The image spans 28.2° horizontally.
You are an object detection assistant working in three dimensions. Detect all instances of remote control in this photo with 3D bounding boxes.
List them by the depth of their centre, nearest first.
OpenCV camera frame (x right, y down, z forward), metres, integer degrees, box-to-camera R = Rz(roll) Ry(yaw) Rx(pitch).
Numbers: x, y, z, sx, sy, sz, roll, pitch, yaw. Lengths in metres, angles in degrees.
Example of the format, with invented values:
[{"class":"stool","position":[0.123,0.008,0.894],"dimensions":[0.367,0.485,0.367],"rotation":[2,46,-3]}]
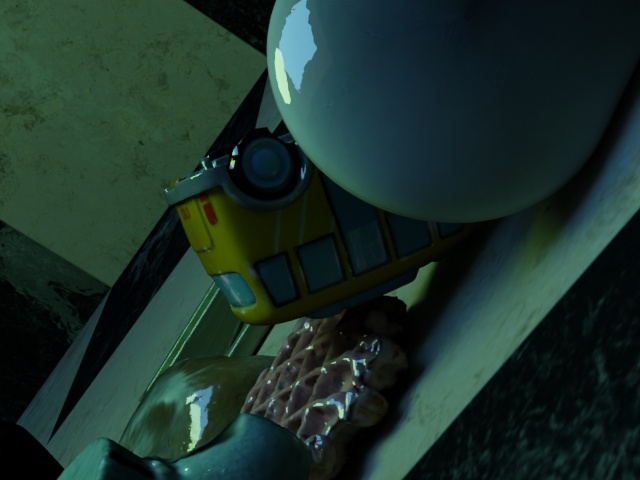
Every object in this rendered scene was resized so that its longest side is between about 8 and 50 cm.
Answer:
[{"class":"remote control","position":[0.103,-0.161,0.812],"dimensions":[0.332,0.221,0.103],"rotation":[-61,-4,-18]}]

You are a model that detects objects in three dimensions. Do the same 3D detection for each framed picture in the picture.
[{"class":"framed picture","position":[-0.063,0.026,1.438],"dimensions":[0.446,0.028,0.326],"rotation":[-58,12,-4]}]

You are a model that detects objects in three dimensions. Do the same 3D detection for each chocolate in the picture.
[{"class":"chocolate","position":[-0.122,0.163,1.139],"dimensions":[0.156,0.080,0.254],"rotation":[-63,19,-18]}]

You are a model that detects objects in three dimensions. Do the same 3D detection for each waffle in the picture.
[{"class":"waffle","position":[-0.016,0.126,0.925],"dimensions":[0.221,0.055,0.234],"rotation":[-53,10,8]}]

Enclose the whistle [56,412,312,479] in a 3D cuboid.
[{"class":"whistle","position":[-0.143,0.281,0.759],"dimensions":[0.404,0.168,0.188],"rotation":[-51,14,26]}]

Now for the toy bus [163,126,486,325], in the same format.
[{"class":"toy bus","position":[0.010,-0.023,0.884],"dimensions":[0.210,0.136,0.126],"rotation":[-22,3,-18]}]

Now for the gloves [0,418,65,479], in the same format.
[{"class":"gloves","position":[-0.428,0.293,1.587],"dimensions":[0.197,0.301,0.152],"rotation":[-88,13,-70]}]
